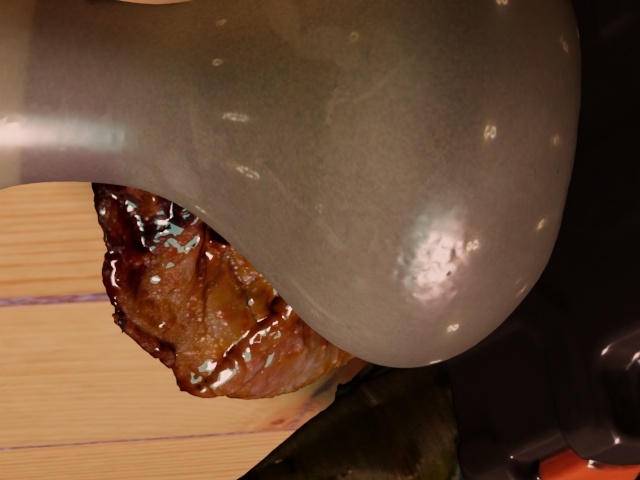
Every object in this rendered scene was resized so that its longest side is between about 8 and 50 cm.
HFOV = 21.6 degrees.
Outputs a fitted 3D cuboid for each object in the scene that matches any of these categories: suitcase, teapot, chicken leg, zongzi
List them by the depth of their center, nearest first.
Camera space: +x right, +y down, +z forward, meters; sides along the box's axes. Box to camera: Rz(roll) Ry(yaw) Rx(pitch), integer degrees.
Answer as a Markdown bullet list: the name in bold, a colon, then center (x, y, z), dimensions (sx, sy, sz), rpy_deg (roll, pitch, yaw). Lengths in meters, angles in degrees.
- **teapot**: center (-0.036, -0.049, 0.632), dimensions (0.251, 0.183, 0.183), rpy_deg (6, 154, -3)
- **suitcase**: center (0.149, -0.028, 0.664), dimensions (0.066, 0.206, 0.285), rpy_deg (9, 152, -37)
- **chicken leg**: center (-0.010, 0.008, 0.859), dimensions (0.177, 0.083, 0.322), rpy_deg (-30, 149, 5)
- **zongzi**: center (0.138, 0.234, 1.054), dimensions (0.319, 0.362, 0.383), rpy_deg (-25, 155, -10)
